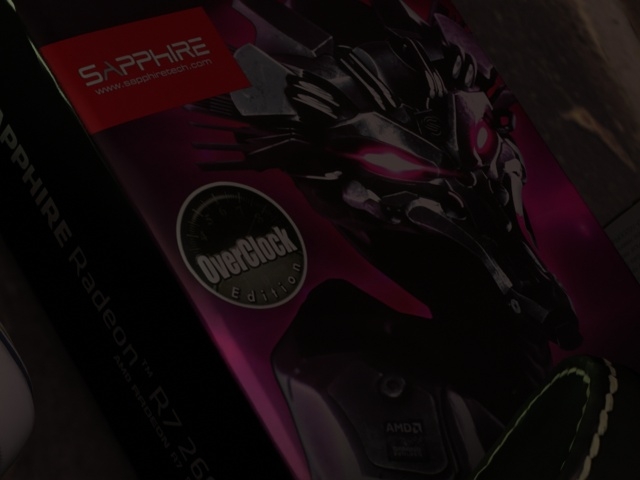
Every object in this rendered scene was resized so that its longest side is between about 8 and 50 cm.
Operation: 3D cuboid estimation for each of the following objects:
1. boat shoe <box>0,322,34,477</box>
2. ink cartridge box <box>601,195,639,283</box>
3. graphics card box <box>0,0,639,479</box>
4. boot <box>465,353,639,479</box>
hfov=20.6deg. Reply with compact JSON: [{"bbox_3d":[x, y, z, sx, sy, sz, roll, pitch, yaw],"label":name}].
[{"bbox_3d":[-0.214,-0.031,0.613,0.302,0.109,0.094,39,42,-3],"label":"boat shoe"},{"bbox_3d":[0.305,0.150,0.880,0.324,0.071,0.330,10,54,-31],"label":"ink cartridge box"},{"bbox_3d":[0.000,0.000,0.750,0.233,0.094,0.371,-19,73,-42],"label":"graphics card box"},{"bbox_3d":[-0.077,0.129,0.519,0.284,0.138,0.377,38,76,-3],"label":"boot"}]
